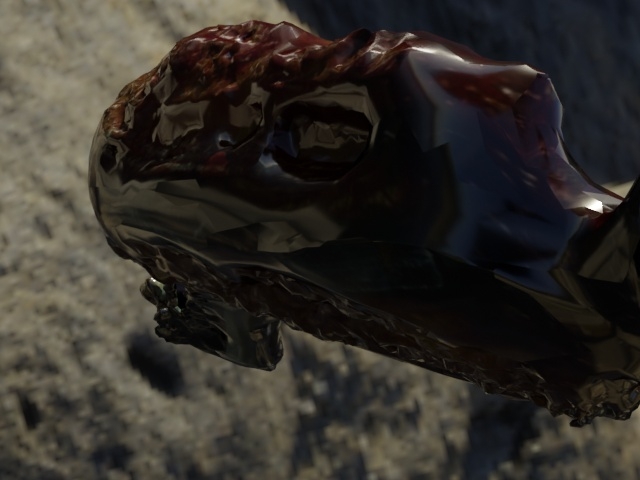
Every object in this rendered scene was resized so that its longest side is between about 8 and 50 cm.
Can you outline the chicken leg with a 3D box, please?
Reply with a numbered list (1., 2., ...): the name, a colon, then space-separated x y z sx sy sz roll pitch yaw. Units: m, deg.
1. chicken leg: 0.000 0.000 0.419 0.106 0.253 0.051 34 77 -18
